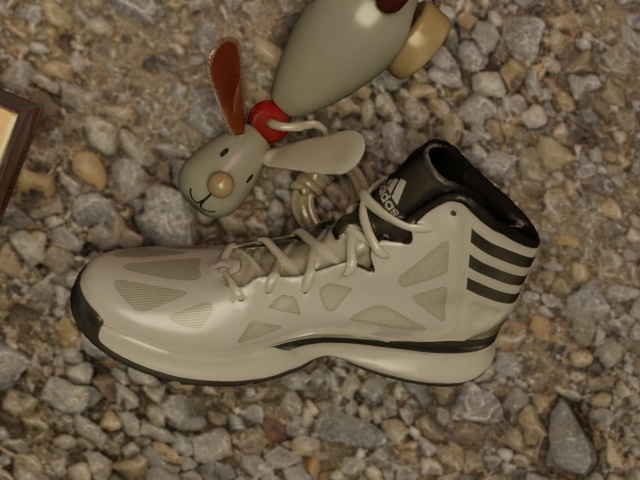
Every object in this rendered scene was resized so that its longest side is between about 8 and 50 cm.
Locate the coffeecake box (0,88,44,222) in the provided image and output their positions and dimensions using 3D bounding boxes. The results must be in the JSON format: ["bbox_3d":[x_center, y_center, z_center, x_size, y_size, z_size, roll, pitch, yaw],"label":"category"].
[{"bbox_3d":[-0.322,-0.068,0.875,0.068,0.185,0.142,22,96,-12],"label":"coffeecake box"}]

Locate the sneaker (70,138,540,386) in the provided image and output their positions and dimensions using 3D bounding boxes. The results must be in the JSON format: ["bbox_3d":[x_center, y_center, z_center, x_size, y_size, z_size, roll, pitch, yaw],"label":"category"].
[{"bbox_3d":[0.000,-0.001,0.904,0.448,0.169,0.257,4,129,-19],"label":"sneaker"}]

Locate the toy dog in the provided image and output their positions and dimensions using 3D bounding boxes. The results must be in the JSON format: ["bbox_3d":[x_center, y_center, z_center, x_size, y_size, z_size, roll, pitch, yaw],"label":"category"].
[{"bbox_3d":[0.000,-0.155,0.926,0.220,0.161,0.333,19,96,-12],"label":"toy dog"}]
